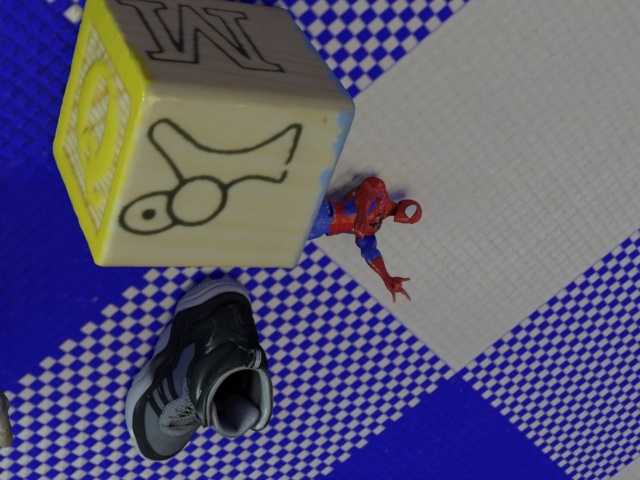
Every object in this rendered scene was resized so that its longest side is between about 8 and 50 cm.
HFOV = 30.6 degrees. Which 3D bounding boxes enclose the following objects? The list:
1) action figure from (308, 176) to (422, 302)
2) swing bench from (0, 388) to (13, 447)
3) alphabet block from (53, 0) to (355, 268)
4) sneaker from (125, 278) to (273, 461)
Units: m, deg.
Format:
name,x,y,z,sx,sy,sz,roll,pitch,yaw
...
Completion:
name,x,y,z,sx,sy,sz,roll,pitch,yaw
action figure,0.000,0.000,1.258,0.280,0.139,0.091,-8,132,-25
swing bench,-0.444,0.099,1.087,0.254,0.165,0.253,-19,134,-20
alphabet block,-0.113,-0.101,1.064,0.197,0.193,0.192,2,125,-29
sneaker,-0.138,0.185,1.326,0.101,0.153,0.268,7,124,-32
